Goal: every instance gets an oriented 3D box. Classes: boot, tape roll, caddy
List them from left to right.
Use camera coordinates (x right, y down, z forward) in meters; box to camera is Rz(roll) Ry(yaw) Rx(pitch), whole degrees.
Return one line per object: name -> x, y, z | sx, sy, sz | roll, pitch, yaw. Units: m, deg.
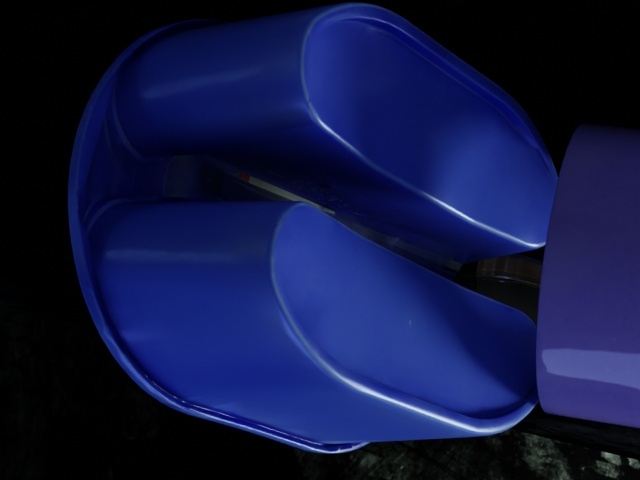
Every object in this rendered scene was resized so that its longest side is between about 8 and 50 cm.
caddy -> 0.000, 0.000, 0.851 | 0.179, 0.241, 0.341 | -5, 159, 40
boot -> 0.233, 0.089, 1.310 | 0.219, 0.106, 0.082 | 17, 166, -21
tape roll -> 0.194, 0.023, 0.877 | 0.080, 0.189, 0.189 | 8, 166, 20
